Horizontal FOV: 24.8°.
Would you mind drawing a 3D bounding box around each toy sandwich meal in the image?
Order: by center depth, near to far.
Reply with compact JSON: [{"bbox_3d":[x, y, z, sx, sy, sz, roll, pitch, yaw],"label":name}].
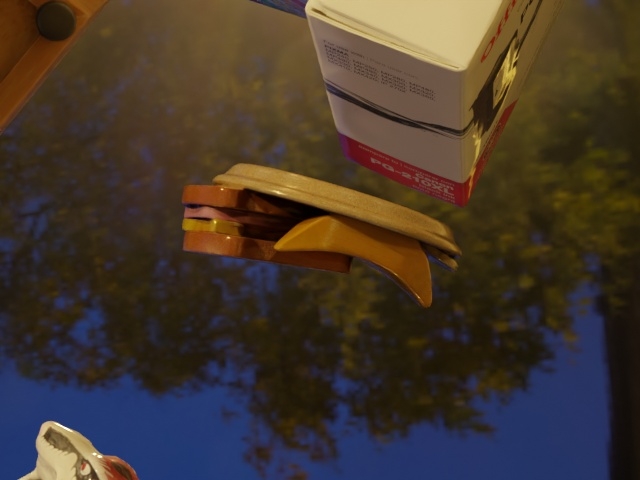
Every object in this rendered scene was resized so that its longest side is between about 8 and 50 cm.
[{"bbox_3d":[0.000,0.000,0.429,0.085,0.085,0.029,20,-94,-56],"label":"toy sandwich meal"}]

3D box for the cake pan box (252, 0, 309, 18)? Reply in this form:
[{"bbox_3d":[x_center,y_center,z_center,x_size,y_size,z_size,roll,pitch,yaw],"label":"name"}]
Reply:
[{"bbox_3d":[-0.053,-0.265,1.221,0.070,0.267,0.246,-62,-31,-7],"label":"cake pan box"}]

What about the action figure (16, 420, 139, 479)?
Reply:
[{"bbox_3d":[-0.226,0.209,0.757,0.248,0.370,0.276,42,-147,-40],"label":"action figure"}]

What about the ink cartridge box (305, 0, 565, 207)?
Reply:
[{"bbox_3d":[0.081,-0.145,0.888,0.172,0.100,0.237,-63,-12,-12],"label":"ink cartridge box"}]

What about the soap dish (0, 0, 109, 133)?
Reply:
[{"bbox_3d":[-0.294,-0.110,0.879,0.229,0.118,0.291,39,-87,-27],"label":"soap dish"}]
